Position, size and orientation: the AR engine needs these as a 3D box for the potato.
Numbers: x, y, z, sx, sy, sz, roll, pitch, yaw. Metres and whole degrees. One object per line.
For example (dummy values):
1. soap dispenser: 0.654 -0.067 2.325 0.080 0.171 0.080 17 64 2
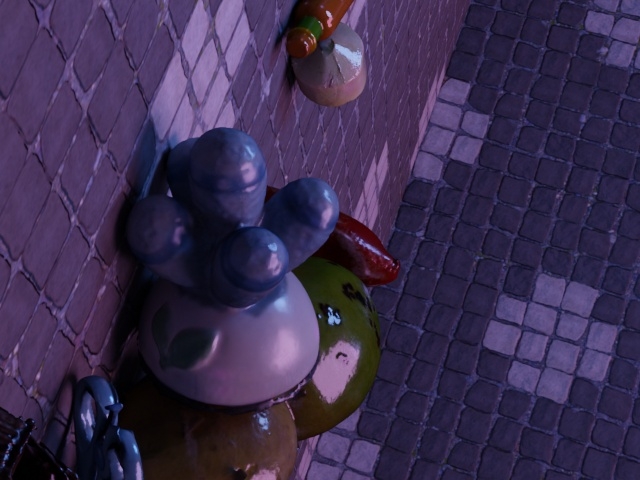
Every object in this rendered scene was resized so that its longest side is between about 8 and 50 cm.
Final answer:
1. potato: -0.146 0.233 1.659 0.299 0.239 0.116 -49 153 -46

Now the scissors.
1. scissors: -0.258 0.311 1.552 0.180 0.032 0.393 62 -34 38

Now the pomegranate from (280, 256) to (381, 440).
1. pomegranate: -0.042 0.119 1.930 0.291 0.291 0.323 -52 150 -65

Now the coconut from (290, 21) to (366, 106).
1. coconut: 0.013 -0.271 2.072 0.122 0.116 0.116 75 33 -68

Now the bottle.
1. bottle: -0.004 -0.328 1.997 0.187 0.069 0.069 -64 167 -45

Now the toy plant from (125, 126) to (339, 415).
1. toy plant: -0.105 0.012 1.586 0.247 0.247 0.332 -62 163 -48

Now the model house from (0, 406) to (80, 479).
1. model house: -0.282 0.201 1.086 0.203 0.164 0.141 77 26 -66

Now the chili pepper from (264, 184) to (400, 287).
1. chili pepper: 0.000 0.000 2.043 0.136 0.253 0.144 -4 102 -69
